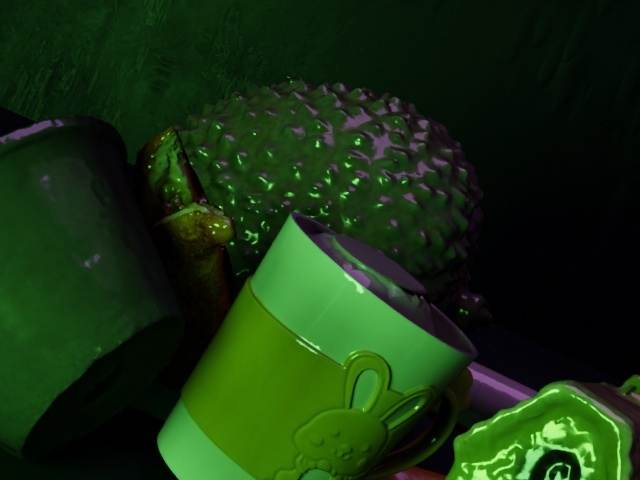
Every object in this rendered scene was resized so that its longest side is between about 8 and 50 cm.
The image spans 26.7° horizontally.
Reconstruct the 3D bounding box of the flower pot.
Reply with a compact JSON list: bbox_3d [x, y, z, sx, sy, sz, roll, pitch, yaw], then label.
[{"bbox_3d":[-0.208,0.052,0.995,0.166,0.269,0.269,48,12,16],"label":"flower pot"}]

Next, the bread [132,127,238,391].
[{"bbox_3d":[-0.124,0.028,1.132,0.139,0.095,0.269,52,-23,30],"label":"bread"}]

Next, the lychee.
[{"bbox_3d":[0.000,0.000,1.546,0.432,0.380,0.380,25,5,14],"label":"lychee"}]

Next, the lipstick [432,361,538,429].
[{"bbox_3d":[0.172,0.195,1.848,0.327,0.087,0.087,25,6,7],"label":"lipstick"}]

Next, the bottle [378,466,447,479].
[{"bbox_3d":[0.066,0.228,1.197,0.187,0.069,0.069,21,6,-18],"label":"bottle"}]

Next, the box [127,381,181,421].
[{"bbox_3d":[-0.195,0.111,1.314,0.162,0.041,0.229,23,5,-15],"label":"box"}]

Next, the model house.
[{"bbox_3d":[0.178,0.203,1.059,0.175,0.234,0.193,27,4,27],"label":"model house"}]

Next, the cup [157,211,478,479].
[{"bbox_3d":[0.012,0.124,1.081,0.241,0.226,0.185,34,8,-32],"label":"cup"}]
